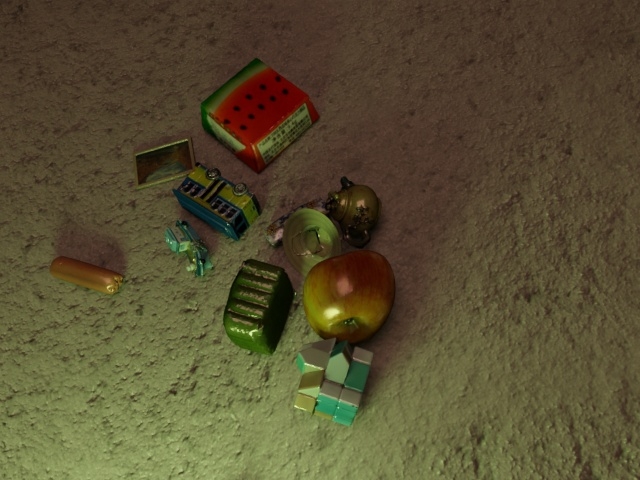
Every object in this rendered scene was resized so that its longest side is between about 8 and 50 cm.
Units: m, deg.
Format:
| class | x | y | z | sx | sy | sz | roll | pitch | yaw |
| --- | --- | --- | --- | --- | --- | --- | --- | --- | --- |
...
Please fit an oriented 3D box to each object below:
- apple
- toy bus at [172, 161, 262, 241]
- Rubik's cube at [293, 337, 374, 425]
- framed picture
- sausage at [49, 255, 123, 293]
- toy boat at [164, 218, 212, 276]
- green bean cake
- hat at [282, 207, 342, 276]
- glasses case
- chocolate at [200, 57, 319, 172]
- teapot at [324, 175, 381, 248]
| class | x | y | z | sx | sy | sz | roll | pitch | yaw |
| --- | --- | --- | --- | --- | --- | --- | --- | --- | --- |
| apple | 0.090 | 0.182 | 1.723 | 0.302 | 0.301 | 0.301 | -4 | 63 | 8 |
| toy bus | -0.373 | -0.144 | 2.040 | 0.288 | 0.138 | 0.175 | 30 | 71 | 21 |
| Rubik's cube | 0.024 | 0.406 | 1.637 | 0.213 | 0.265 | 0.224 | 18 | 54 | 6 |
| framed picture | -0.621 | -0.308 | 2.231 | 0.250 | 0.016 | 0.184 | -15 | 62 | 2 |
| sausage | -0.841 | 0.123 | 2.014 | 0.289 | 0.086 | 0.086 | 15 | 67 | 15 |
| toy boat | -0.468 | 0.032 | 1.979 | 0.098 | 0.109 | 0.238 | -19 | 58 | -34 |
| green bean cake | -0.195 | 0.212 | 1.771 | 0.156 | 0.247 | 0.250 | 14 | 67 | 15 |
| hat | 0.000 | 0.000 | 1.912 | 0.252 | 0.252 | 0.110 | 33 | 32 | 22 |
| glasses case | -0.083 | -0.066 | 1.993 | 0.248 | 0.065 | 0.087 | -32 | 61 | -6 |
| chocolate | -0.241 | -0.501 | 2.182 | 0.341 | 0.161 | 0.360 | 40 | 76 | 21 |
| teapot | 0.101 | -0.100 | 1.903 | 0.183 | 0.173 | 0.269 | 14 | 59 | -22 |
